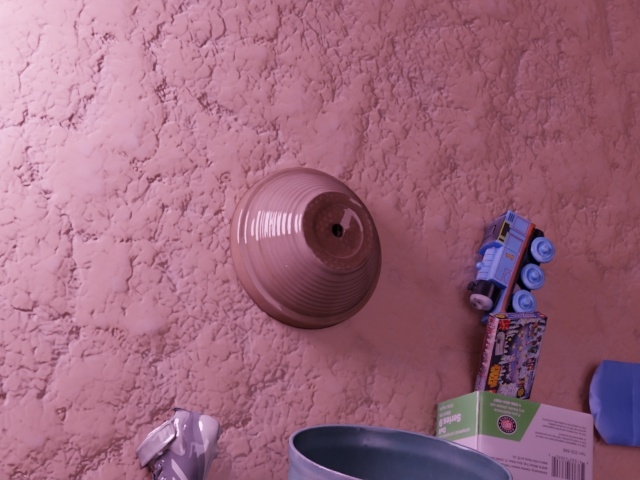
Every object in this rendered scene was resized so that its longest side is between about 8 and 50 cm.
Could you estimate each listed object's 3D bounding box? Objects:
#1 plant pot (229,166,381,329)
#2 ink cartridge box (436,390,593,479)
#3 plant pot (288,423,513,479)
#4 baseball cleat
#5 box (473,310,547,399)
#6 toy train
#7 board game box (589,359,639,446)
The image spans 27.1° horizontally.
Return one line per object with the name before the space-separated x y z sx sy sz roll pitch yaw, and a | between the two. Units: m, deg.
plant pot | 0.000 0.000 1.873 0.237 0.109 0.237 10 70 -28
ink cartridge box | 0.274 0.381 1.903 0.211 0.121 0.289 16 68 -25
plant pot | 0.089 0.375 1.728 0.293 0.293 0.196 6 96 -28
baseball cleat | -0.194 0.315 1.697 0.109 0.072 0.206 19 61 -9
box | 0.284 0.175 1.988 0.094 0.027 0.137 -1 109 -29
toy train | 0.289 0.048 2.046 0.105 0.080 0.184 28 65 -10
board game box | 0.491 0.263 2.121 0.168 0.033 0.133 7 76 -23
